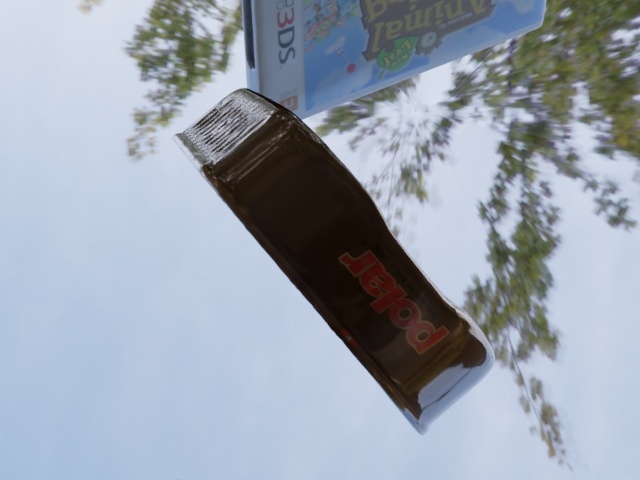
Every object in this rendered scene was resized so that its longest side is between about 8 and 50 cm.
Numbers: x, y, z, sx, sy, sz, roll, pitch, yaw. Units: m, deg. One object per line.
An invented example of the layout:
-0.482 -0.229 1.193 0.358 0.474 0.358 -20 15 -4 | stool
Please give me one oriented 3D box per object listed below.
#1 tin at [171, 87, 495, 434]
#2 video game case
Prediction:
0.000 0.000 0.474 0.040 0.190 0.106 -44 -75 -1 | tin
0.051 -0.172 0.859 0.212 0.193 0.023 -23 -128 -19 | video game case
